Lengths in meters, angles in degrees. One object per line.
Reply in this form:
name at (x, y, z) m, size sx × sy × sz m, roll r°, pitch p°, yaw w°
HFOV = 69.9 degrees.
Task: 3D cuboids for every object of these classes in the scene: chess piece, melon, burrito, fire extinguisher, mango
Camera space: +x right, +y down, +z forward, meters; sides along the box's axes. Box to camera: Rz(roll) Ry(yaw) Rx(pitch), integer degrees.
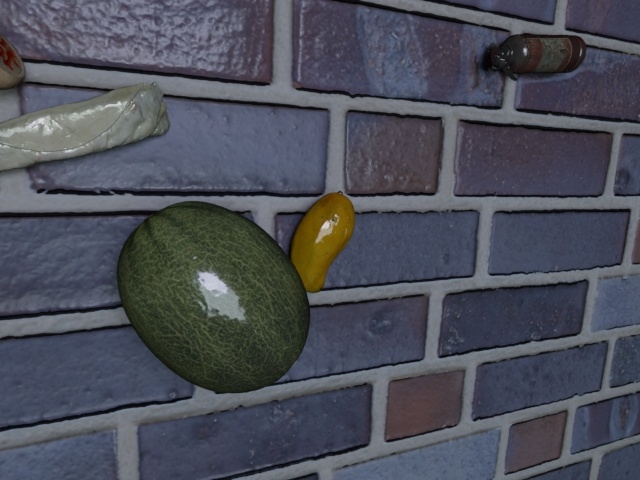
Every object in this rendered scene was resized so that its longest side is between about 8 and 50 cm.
chess piece at (-0.416, -0.231, 0.576) m, size 0.038 × 0.083 × 0.083 m, roll -26°, pitch 111°, yaw 2°
melon at (-0.150, 0.080, 0.674) m, size 0.237 × 0.237 × 0.301 m, roll -42°, pitch 113°, yaw -10°
burrito at (-0.350, -0.155, 0.635) m, size 0.275 × 0.059 × 0.082 m, roll -19°, pitch 122°, yaw -19°
fire extinguisher at (0.417, -0.364, 0.900) m, size 0.252 × 0.106 × 0.075 m, roll -9°, pitch 124°, yaw -22°
mango at (0.000, 0.000, 0.815) m, size 0.098 × 0.075 × 0.190 m, roll 21°, pitch 99°, yaw -20°
